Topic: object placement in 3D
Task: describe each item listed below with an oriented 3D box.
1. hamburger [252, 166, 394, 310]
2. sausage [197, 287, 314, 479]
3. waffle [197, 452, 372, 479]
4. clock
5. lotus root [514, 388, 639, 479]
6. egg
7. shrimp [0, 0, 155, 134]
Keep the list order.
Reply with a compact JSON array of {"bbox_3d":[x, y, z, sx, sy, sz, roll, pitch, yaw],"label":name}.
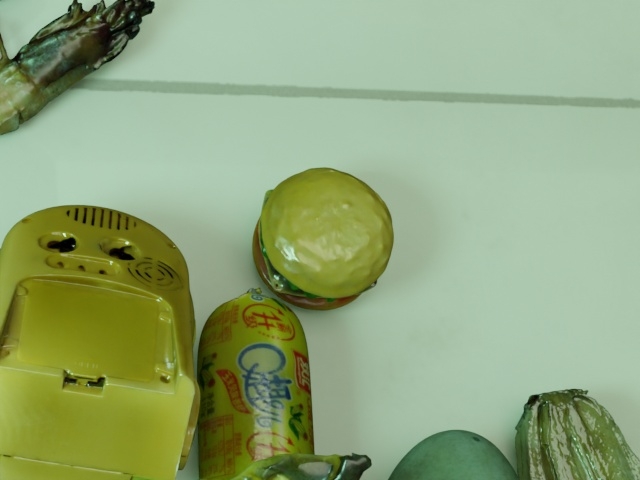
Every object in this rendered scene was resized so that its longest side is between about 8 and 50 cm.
[{"bbox_3d":[0.000,0.000,2.093,0.162,0.115,0.162,7,65,-16],"label":"hamburger"},{"bbox_3d":[-0.068,0.210,1.985,0.123,0.123,0.347,3,68,-17],"label":"sausage"},{"bbox_3d":[-0.051,0.401,1.860,0.382,0.095,0.380,-11,95,-4],"label":"waffle"},{"bbox_3d":[-0.236,0.096,1.895,0.244,0.200,0.317,13,36,-10],"label":"clock"},{"bbox_3d":[0.277,0.238,2.121,0.143,0.070,0.144,-13,79,-16],"label":"lotus root"},{"bbox_3d":[0.138,0.315,1.988,0.169,0.169,0.237,17,66,-12],"label":"egg"},{"bbox_3d":[-0.330,-0.232,2.105,0.289,0.075,0.178,-38,82,-13],"label":"shrimp"}]
